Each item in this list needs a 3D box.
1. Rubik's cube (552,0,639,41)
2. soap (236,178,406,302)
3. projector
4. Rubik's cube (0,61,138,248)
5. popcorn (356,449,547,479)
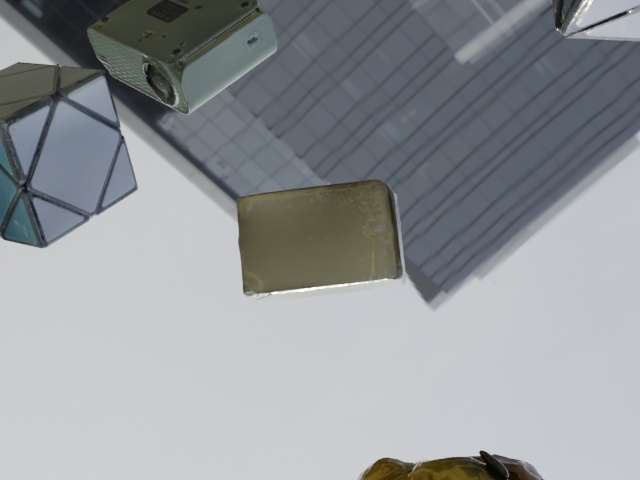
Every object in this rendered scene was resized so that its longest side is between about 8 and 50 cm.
[{"bbox_3d":[0.427,-0.404,1.174,0.260,0.254,0.259,98,-6,-64],"label":"Rubik's cube"},{"bbox_3d":[0.000,0.000,1.107,0.183,0.064,0.121,-7,-102,8],"label":"soap"},{"bbox_3d":[-0.226,-0.327,1.568,0.198,0.108,0.250,-40,-130,-23],"label":"projector"},{"bbox_3d":[-0.429,-0.133,1.440,0.205,0.205,0.207,11,-146,35],"label":"Rubik's cube"},{"bbox_3d":[0.155,0.339,1.048,0.297,0.281,0.316,30,-146,27],"label":"popcorn"}]
